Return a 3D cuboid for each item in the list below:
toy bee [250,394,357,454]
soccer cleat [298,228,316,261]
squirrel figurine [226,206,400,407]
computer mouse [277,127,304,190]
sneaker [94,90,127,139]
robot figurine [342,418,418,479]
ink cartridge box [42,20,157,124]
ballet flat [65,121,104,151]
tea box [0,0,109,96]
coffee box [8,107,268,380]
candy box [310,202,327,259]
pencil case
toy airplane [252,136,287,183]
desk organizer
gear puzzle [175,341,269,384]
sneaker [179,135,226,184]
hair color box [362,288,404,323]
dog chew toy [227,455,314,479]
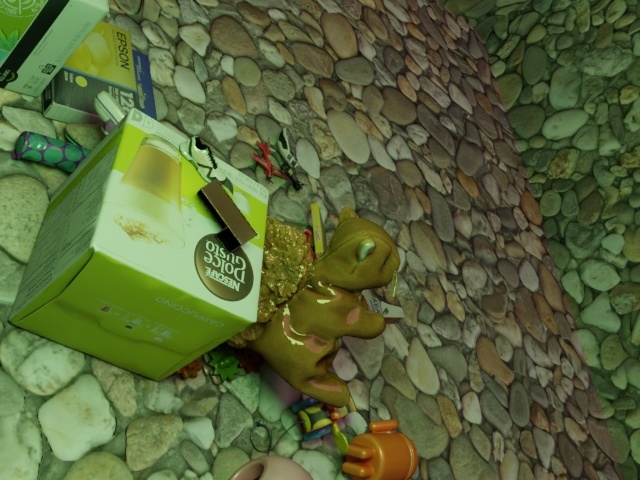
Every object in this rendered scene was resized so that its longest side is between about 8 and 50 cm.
[{"bbox_3d":[0.008,0.412,1.688,0.195,0.162,0.298,55,37,-6],"label":"toy bee"},{"bbox_3d":[-0.046,0.089,1.912,0.083,0.095,0.248,16,53,-42],"label":"soccer cleat"},{"bbox_3d":[-0.023,0.097,1.596,0.397,0.370,0.281,26,21,-19],"label":"squirrel figurine"},{"bbox_3d":[-0.096,-0.244,2.133,0.106,0.042,0.192,46,28,-52],"label":"computer mouse"},{"bbox_3d":[-0.445,-0.170,1.574,0.282,0.161,0.102,64,-7,-27],"label":"sneaker"},{"bbox_3d":[0.152,0.532,1.788,0.219,0.128,0.158,13,42,-43],"label":"robot figurine"},{"bbox_3d":[-0.518,-0.395,1.759,0.307,0.072,0.303,10,57,-42],"label":"ink cartridge box"},{"bbox_3d":[-0.427,-0.200,1.680,0.316,0.106,0.107,35,21,-30],"label":"ballet flat"},{"bbox_3d":[-0.655,-0.497,1.461,0.324,0.329,0.219,10,57,-43],"label":"tea box"},{"bbox_3d":[-0.340,0.026,1.427,0.338,0.338,0.334,30,45,-31],"label":"coffee box"},{"bbox_3d":[0.000,0.000,2.008,0.205,0.027,0.105,-96,175,-49],"label":"candy box"},{"bbox_3d":[-0.566,-0.182,1.548,0.152,0.070,0.064,17,39,-40],"label":"pencil case"},{"bbox_3d":[-0.152,-0.229,2.074,0.151,0.028,0.151,40,38,-41],"label":"toy airplane"},{"bbox_3d":[-0.179,-0.044,1.337,0.130,0.047,0.050,55,39,-5],"label":"desk organizer"},{"bbox_3d":[-0.211,0.231,1.668,0.339,0.044,0.175,-10,72,-51],"label":"gear puzzle"},{"bbox_3d":[-0.215,-0.150,1.376,0.109,0.044,0.040,46,35,-17],"label":"sneaker"},{"bbox_3d":[0.162,0.189,2.108,0.167,0.053,0.093,7,58,-47],"label":"hair color box"},{"bbox_3d":[-0.058,0.595,1.465,0.331,0.207,0.206,56,36,-15],"label":"dog chew toy"}]
